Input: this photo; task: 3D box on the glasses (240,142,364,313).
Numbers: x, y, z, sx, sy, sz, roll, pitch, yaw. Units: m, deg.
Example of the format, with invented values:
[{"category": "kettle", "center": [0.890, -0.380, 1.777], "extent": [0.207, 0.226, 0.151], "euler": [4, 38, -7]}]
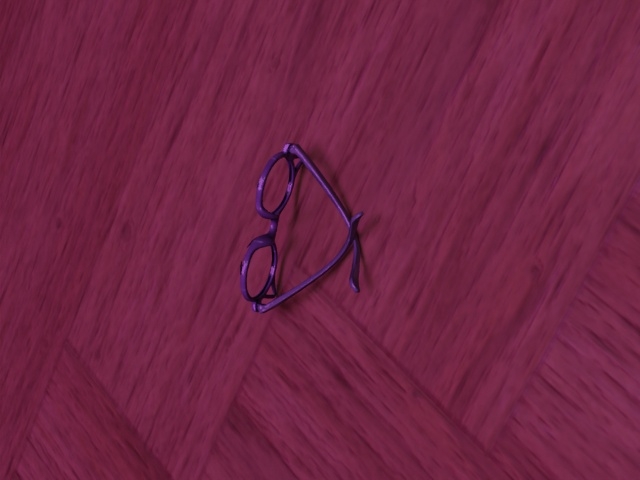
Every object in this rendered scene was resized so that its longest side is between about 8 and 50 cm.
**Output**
[{"category": "glasses", "center": [0.000, 0.000, 1.078], "extent": [0.104, 0.062, 0.140], "euler": [14, 98, 25]}]
